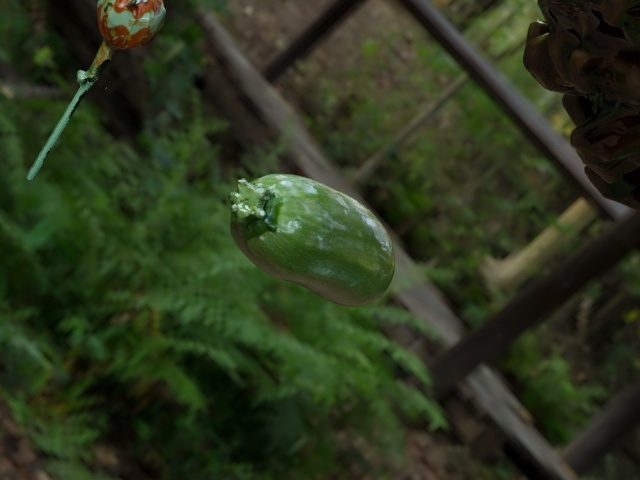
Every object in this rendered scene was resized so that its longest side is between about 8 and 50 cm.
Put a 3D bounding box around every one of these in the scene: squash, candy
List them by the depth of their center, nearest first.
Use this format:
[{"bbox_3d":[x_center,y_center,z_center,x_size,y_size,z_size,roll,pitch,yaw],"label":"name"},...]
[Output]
[{"bbox_3d":[-0.179,-0.121,1.379,0.049,0.184,0.055,26,18,-28],"label":"candy"},{"bbox_3d":[0.000,0.000,1.807,0.107,0.107,0.395,50,7,21],"label":"squash"}]

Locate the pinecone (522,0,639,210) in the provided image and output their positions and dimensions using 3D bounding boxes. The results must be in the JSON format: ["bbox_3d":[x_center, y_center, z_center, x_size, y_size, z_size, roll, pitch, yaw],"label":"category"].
[{"bbox_3d":[0.342,-0.151,1.341,0.398,0.398,0.398,46,8,-8],"label":"pinecone"}]
